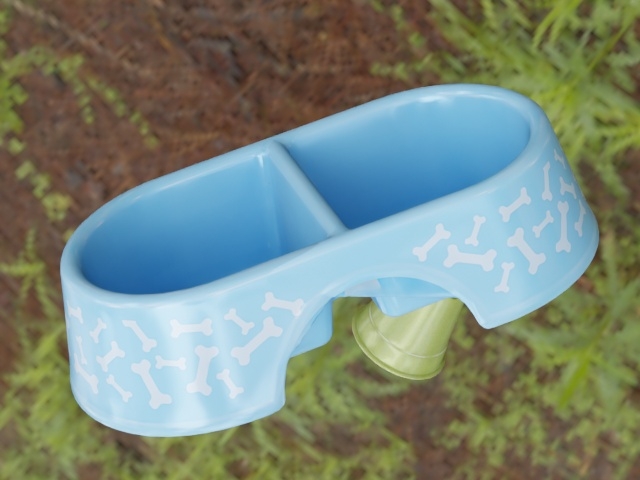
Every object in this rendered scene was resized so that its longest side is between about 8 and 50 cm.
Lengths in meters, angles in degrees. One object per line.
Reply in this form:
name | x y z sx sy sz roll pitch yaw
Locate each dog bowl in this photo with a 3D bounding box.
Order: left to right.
dog bowl | 0.000 0.000 0.924 0.166 0.297 0.074 -126 19 -59

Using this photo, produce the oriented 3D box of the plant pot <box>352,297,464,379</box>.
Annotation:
plant pot | 0.079 0.053 1.383 0.083 0.083 0.079 35 125 6
